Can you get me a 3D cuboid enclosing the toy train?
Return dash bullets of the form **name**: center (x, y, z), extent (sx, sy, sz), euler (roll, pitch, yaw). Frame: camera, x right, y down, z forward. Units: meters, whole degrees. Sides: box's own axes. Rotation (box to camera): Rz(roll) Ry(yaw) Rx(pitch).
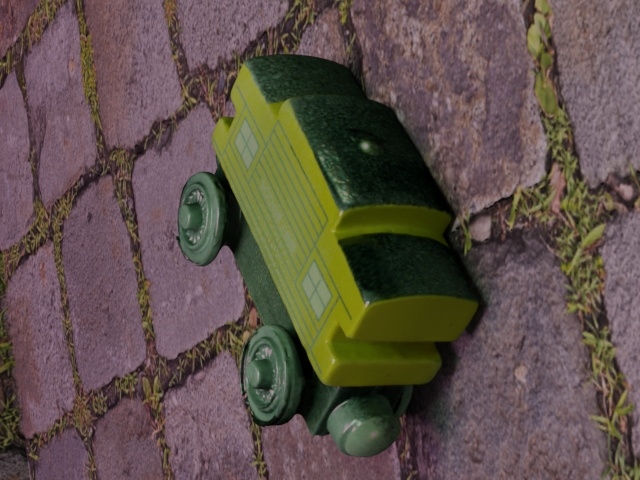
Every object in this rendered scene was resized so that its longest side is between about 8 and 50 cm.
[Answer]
- **toy train**: center (0.000, 0.000, 1.693), extent (0.272, 0.179, 0.442), euler (-63, 39, 36)
